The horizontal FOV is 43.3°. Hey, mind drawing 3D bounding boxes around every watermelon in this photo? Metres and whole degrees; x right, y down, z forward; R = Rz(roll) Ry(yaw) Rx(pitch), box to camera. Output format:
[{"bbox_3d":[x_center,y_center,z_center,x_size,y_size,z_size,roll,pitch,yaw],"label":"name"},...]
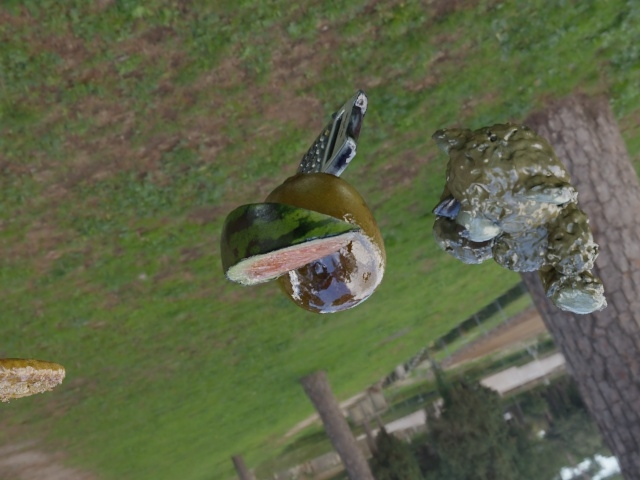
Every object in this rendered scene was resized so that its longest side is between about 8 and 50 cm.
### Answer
[{"bbox_3d":[-0.046,0.006,0.883,0.119,0.063,0.245,9,160,-22],"label":"watermelon"}]

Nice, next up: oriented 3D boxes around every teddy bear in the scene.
[{"bbox_3d":[0.239,-0.042,0.993,0.156,0.267,0.256,-57,143,-4],"label":"teddy bear"}]

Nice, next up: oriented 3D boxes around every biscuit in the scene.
[{"bbox_3d":[-0.463,0.189,1.044,0.254,0.035,0.254,-7,164,-2],"label":"biscuit"}]

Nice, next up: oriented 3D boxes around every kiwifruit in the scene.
[{"bbox_3d":[0.000,0.000,1.310,0.196,0.233,0.196,-18,-164,5],"label":"kiwifruit"}]

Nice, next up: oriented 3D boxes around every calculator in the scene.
[{"bbox_3d":[0.004,-0.154,1.488,0.040,0.177,0.268,29,143,-18],"label":"calculator"}]
